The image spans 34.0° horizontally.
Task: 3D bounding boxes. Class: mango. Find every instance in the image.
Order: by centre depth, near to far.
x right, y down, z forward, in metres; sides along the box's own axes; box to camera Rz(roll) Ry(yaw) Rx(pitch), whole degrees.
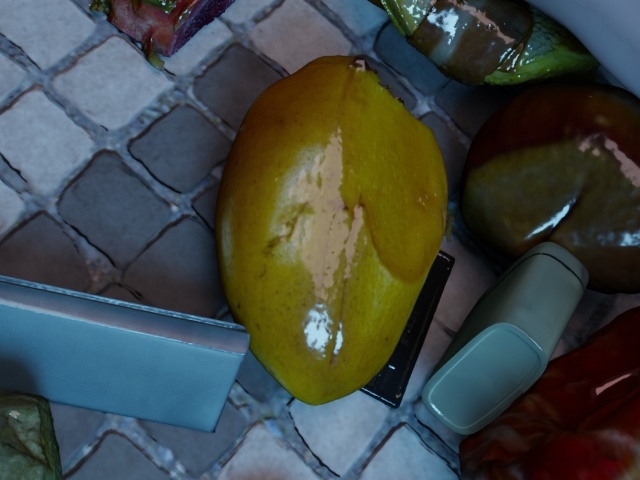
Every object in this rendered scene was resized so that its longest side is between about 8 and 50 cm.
[{"bbox_3d":[0.000,0.000,0.839,0.187,0.138,0.257,29,65,-25],"label":"mango"}]

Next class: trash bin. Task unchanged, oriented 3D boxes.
[{"bbox_3d":[0.145,0.074,0.812,0.059,0.116,0.130,40,37,3],"label":"trash bin"}]

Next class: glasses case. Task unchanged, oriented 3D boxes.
[{"bbox_3d":[-0.193,0.068,0.779,0.266,0.105,0.056,13,39,-13],"label":"glasses case"}]

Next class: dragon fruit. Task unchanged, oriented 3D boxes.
[{"bbox_3d":[-0.122,-0.238,0.917,0.102,0.096,0.147,45,65,0],"label":"dragon fruit"}]

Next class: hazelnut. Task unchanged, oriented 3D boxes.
[{"bbox_3d":[0.234,-0.046,0.917,0.212,0.181,0.181,35,99,12],"label":"hazelnut"}]

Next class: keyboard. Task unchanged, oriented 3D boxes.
[{"bbox_3d":[0.071,0.067,0.900,0.053,0.010,0.155,29,63,-6],"label":"keyboard"}]

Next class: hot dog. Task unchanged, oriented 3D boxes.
[{"bbox_3d":[0.135,-0.195,0.976,0.262,0.093,0.123,29,24,-1],"label":"hot dog"}]

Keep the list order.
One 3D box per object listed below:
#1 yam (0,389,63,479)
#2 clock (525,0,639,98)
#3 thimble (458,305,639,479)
[{"bbox_3d":[-0.288,0.167,0.667,0.268,0.161,0.161,6,67,-13],"label":"yam"},{"bbox_3d":[0.287,-0.242,0.923,0.326,0.184,0.342,43,23,27],"label":"clock"},{"bbox_3d":[0.293,0.159,0.757,0.350,0.350,0.230,-32,85,-26],"label":"thimble"}]
